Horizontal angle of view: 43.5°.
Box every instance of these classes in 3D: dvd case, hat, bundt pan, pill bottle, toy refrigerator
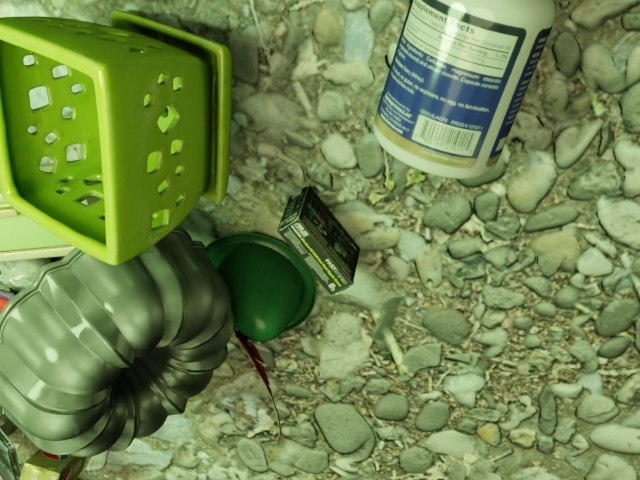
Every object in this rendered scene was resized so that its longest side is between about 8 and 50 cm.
[{"bbox_3d":[-0.542,0.292,1.268,0.221,0.018,0.164,41,142,23],"label":"dvd case"},{"bbox_3d":[-0.095,0.116,1.088,0.208,0.183,0.173,29,121,-8],"label":"hat"},{"bbox_3d":[-0.242,0.143,1.003,0.124,0.331,0.331,43,126,28],"label":"bundt pan"},{"bbox_3d":[0.163,-0.214,0.874,0.153,0.153,0.265,17,121,-1],"label":"pill bottle"},{"bbox_3d":[-0.432,-0.032,1.085,0.269,0.094,0.102,-5,119,2],"label":"toy refrigerator"}]

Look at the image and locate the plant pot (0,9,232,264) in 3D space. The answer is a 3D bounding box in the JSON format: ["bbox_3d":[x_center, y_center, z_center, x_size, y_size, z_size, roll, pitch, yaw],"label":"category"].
[{"bbox_3d":[-0.229,-0.137,0.920,0.228,0.207,0.227,25,125,32],"label":"plant pot"}]

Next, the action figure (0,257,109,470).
[{"bbox_3d":[-0.446,0.156,1.219,0.341,0.178,0.330,19,120,33],"label":"action figure"}]

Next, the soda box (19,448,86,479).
[{"bbox_3d":[-0.424,0.362,1.284,0.058,0.181,0.061,17,93,-2],"label":"soda box"}]

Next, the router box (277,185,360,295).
[{"bbox_3d":[0.000,0.000,1.060,0.038,0.092,0.122,-31,111,23],"label":"router box"}]

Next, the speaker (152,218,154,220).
[{"bbox_3d":[-0.240,-0.017,1.061,0.055,0.136,0.055,4,121,7],"label":"speaker"}]

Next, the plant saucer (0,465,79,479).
[{"bbox_3d":[-0.523,0.562,1.389,0.332,0.084,0.332,-2,99,-13],"label":"plant saucer"}]
